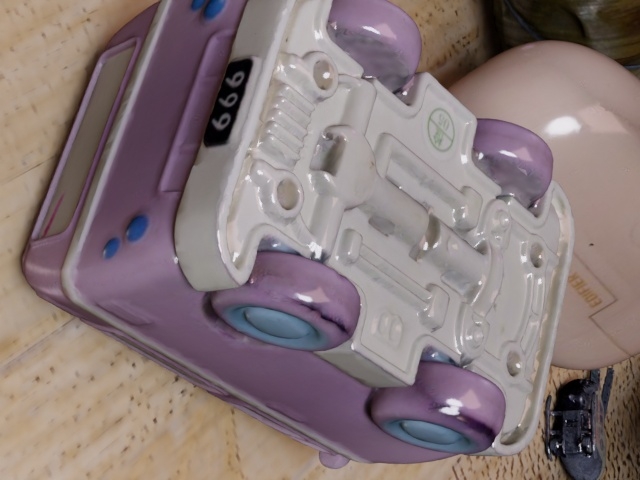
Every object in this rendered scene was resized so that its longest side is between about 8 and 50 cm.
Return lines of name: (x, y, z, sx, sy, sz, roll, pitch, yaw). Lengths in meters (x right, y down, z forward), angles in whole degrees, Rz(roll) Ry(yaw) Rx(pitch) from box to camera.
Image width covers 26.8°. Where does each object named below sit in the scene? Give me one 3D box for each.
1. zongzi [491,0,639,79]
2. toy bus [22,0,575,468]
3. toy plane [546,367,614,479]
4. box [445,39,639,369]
zongzi: (0.155, -0.171, 0.795, 0.300, 0.138, 0.286, 90, -1, -45)
toy bus: (0.000, 0.000, 0.544, 0.202, 0.142, 0.142, 36, 59, -39)
toy plane: (0.156, 0.128, 0.788, 0.049, 0.031, 0.120, 29, 60, -52)
box: (0.128, -0.013, 0.695, 0.200, 0.146, 0.088, 42, 23, -35)
